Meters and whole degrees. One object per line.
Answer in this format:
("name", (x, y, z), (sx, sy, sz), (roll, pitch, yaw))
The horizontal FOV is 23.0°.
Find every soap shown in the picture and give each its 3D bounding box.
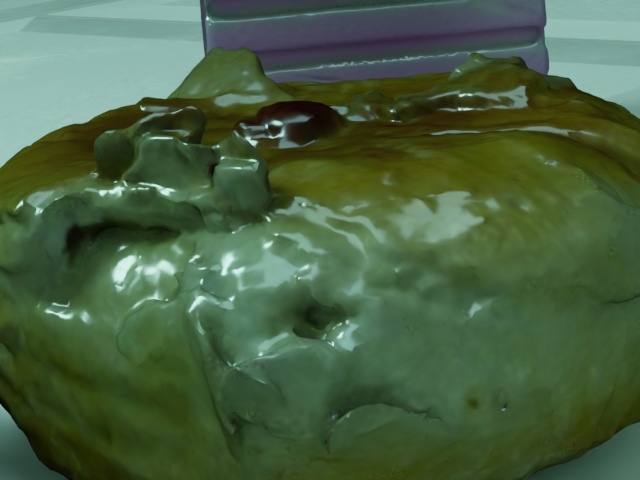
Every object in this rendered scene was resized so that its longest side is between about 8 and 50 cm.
("soap", (0.031, -0.113, 0.926), (0.203, 0.122, 0.065), (-6, 14, -8))

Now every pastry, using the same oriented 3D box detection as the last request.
("pastry", (0.006, 0.000, 0.517), (0.235, 0.121, 0.257), (-19, 19, -41))
